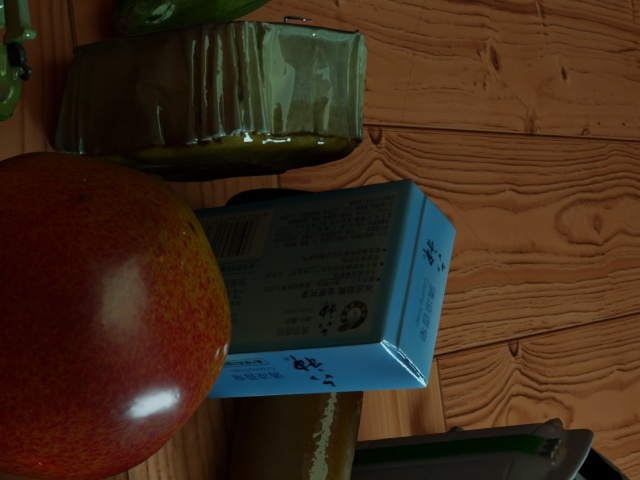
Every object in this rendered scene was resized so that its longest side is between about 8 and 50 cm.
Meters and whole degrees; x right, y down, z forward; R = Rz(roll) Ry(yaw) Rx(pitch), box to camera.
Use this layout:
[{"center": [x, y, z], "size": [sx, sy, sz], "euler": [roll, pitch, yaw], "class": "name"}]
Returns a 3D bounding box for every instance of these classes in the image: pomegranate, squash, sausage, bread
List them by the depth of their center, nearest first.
[{"center": [-0.162, 0.040, 0.929], "size": [0.221, 0.221, 0.256], "euler": [65, 30, -22], "class": "pomegranate"}, {"center": [-0.081, -0.102, 1.069], "size": [0.192, 0.210, 0.109], "euler": [-2, 89, -55], "class": "bread"}, {"center": [-0.098, -0.217, 1.195], "size": [0.239, 0.069, 0.069], "euler": [-36, 113, -52], "class": "squash"}, {"center": [-0.017, 0.146, 1.199], "size": [0.105, 0.105, 0.274], "euler": [39, 52, -45], "class": "sausage"}]

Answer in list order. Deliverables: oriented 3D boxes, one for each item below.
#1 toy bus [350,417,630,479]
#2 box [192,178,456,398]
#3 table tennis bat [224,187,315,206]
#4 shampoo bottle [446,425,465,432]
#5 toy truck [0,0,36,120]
[{"center": [0.132, 0.257, 1.213], "size": [0.143, 0.305, 0.179], "euler": [-42, 114, -50], "class": "toy bus"}, {"center": [-0.018, 0.043, 1.106], "size": [0.083, 0.232, 0.142], "euler": [47, 47, -44], "class": "box"}, {"center": [0.000, 0.000, 1.237], "size": [0.236, 0.150, 0.027], "euler": [58, 40, -67], "class": "table tennis bat"}, {"center": [0.167, 0.293, 1.471], "size": [0.063, 0.057, 0.207], "euler": [-53, 126, -45], "class": "shampoo bottle"}, {"center": [-0.240, -0.160, 0.947], "size": [0.077, 0.100, 0.168], "euler": [18, 68, -51], "class": "toy truck"}]
